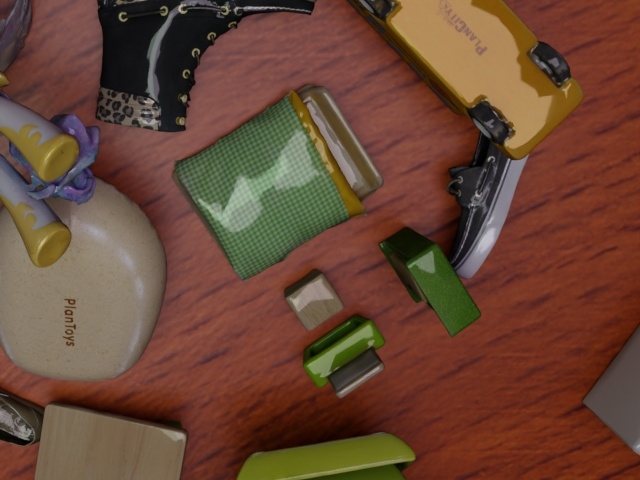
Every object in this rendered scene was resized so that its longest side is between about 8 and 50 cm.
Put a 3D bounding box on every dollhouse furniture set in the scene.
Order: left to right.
[{"bbox_3d":[0.000,0.000,1.301,0.197,0.151,0.301,-34,103,-1],"label":"dollhouse furniture set"}]

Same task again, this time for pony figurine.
[{"bbox_3d":[-0.371,-0.117,1.101,0.363,0.303,0.351,37,83,25],"label":"pony figurine"}]

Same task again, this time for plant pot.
[{"bbox_3d":[0.011,0.333,1.321,0.228,0.227,0.207,-9,74,-7],"label":"plant pot"}]

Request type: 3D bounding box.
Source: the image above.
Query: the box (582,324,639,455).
[{"bbox_3d":[0.526,0.223,1.417,0.345,0.168,0.215,35,94,-14],"label":"box"}]

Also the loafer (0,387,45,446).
[{"bbox_3d":[-0.371,0.188,1.331,0.148,0.050,0.056,19,96,-13],"label":"loafer"}]

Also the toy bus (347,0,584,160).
[{"bbox_3d":[0.123,-0.236,1.266,0.108,0.130,0.333,-45,97,0],"label":"toy bus"}]

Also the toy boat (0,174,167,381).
[{"bbox_3d":[-0.319,0.016,1.255,0.318,0.148,0.267,10,129,-8],"label":"toy boat"}]

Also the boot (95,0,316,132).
[{"bbox_3d":[-0.127,-0.205,1.279,0.236,0.085,0.179,5,102,-3],"label":"boot"}]

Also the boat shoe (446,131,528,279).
[{"bbox_3d":[0.182,-0.072,1.355,0.076,0.080,0.228,22,96,-6],"label":"boat shoe"}]

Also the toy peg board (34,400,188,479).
[{"bbox_3d":[-0.235,0.267,1.365,0.160,0.079,0.161,11,99,4],"label":"toy peg board"}]
